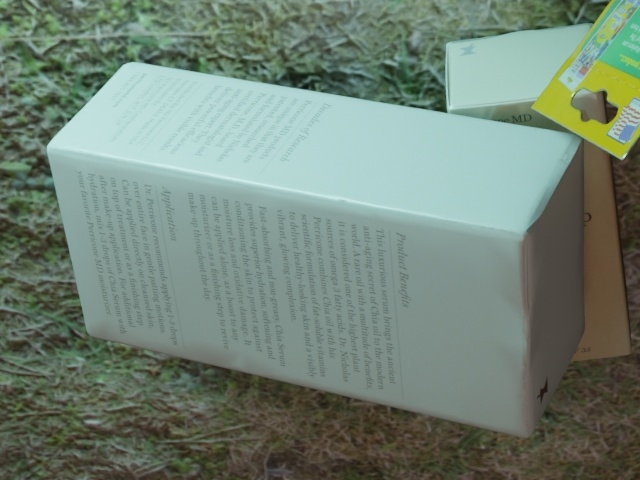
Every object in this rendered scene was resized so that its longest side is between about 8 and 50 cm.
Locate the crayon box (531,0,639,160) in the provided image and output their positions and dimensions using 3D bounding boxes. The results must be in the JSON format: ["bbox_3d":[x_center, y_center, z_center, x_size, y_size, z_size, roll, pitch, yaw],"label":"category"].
[{"bbox_3d":[0.327,-0.196,1.452,0.083,0.203,0.323,35,95,-21],"label":"crayon box"}]

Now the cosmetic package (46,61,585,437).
[{"bbox_3d":[0.000,0.000,1.627,0.453,0.161,0.230,12,131,22],"label":"cosmetic package"}]

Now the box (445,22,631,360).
[{"bbox_3d":[0.209,-0.038,1.703,0.148,0.121,0.311,-7,126,10],"label":"box"}]
